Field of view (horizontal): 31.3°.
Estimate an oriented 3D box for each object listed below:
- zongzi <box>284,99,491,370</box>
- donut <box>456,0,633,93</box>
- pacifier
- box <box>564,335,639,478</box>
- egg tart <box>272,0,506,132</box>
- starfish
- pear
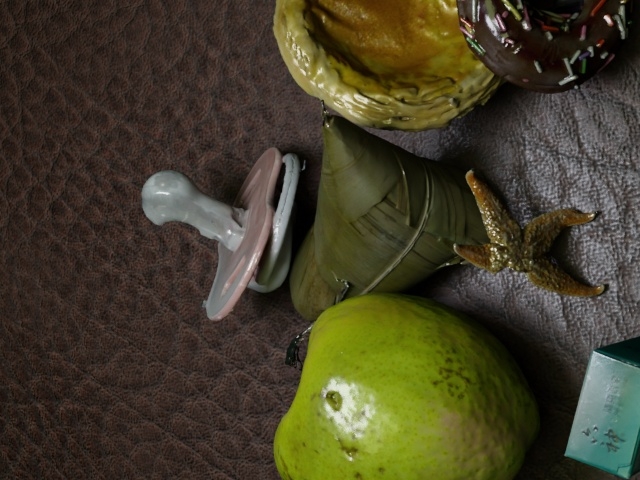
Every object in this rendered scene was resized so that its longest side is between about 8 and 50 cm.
[{"bbox_3d":[0.000,0.000,1.739,0.447,0.418,0.181,-36,49,27],"label":"zongzi"},{"bbox_3d":[0.320,-0.340,1.611,0.270,0.103,0.269,2,84,-14],"label":"donut"},{"bbox_3d":[-0.143,-0.023,1.856,0.273,0.332,0.220,-3,132,9],"label":"pacifier"},{"bbox_3d":[0.429,0.219,1.548,0.092,0.245,0.153,17,99,30],"label":"box"},{"bbox_3d":[0.119,-0.330,1.716,0.388,0.169,0.388,1,76,-5],"label":"egg tart"},{"bbox_3d":[0.311,-0.003,1.681,0.247,0.050,0.138,18,83,-12],"label":"starfish"},{"bbox_3d":[0.132,0.263,1.668,0.391,0.391,0.391,1,91,30],"label":"pear"}]
